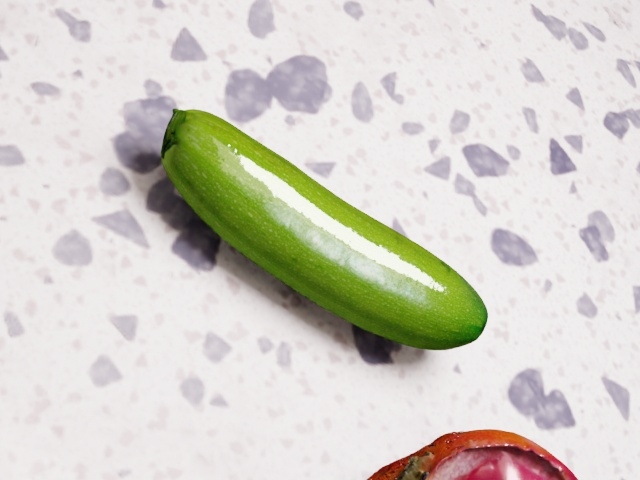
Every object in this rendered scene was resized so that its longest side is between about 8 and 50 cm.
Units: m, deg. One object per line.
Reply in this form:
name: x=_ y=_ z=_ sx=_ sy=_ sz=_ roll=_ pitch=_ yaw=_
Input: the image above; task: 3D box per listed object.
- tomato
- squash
tomato: x=0.095 y=0.216 z=0.805 sx=0.189 sy=0.099 sz=0.173 roll=-38 pitch=106 yaw=-3
squash: x=-0.001 y=0.002 z=0.867 sx=0.292 sy=0.082 sz=0.082 roll=32 pitch=51 yaw=-13
